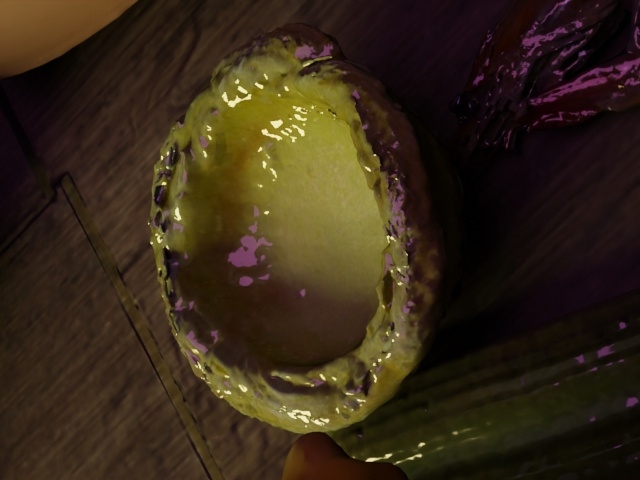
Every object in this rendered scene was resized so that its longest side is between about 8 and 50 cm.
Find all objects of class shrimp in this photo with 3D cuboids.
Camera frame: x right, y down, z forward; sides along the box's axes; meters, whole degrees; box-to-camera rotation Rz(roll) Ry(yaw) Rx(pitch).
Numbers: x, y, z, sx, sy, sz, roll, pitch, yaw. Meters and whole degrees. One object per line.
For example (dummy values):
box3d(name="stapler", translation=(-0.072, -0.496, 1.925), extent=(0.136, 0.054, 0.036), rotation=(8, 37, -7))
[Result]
box3d(name="shrimp", translation=(0.126, -0.094, 0.837), extent=(0.190, 0.042, 0.101), rotation=(-42, 67, 21))

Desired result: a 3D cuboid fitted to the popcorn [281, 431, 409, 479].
box3d(name="popcorn", translation=(0.001, 0.230, 0.626), extent=(0.297, 0.281, 0.316), rotation=(-53, 43, 34))

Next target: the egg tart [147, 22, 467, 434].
box3d(name="egg tart", translation=(0.000, 0.000, 0.870), extent=(0.197, 0.078, 0.197), rotation=(-5, 83, 49))

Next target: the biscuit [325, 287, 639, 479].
box3d(name="biscuit", translation=(0.130, 0.069, 0.801), extent=(0.322, 0.038, 0.099), rotation=(-21, 71, 31))

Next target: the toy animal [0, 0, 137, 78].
box3d(name="toy animal", translation=(-0.209, -0.208, 1.002), extent=(0.256, 0.195, 0.213), rotation=(54, 126, 24))
